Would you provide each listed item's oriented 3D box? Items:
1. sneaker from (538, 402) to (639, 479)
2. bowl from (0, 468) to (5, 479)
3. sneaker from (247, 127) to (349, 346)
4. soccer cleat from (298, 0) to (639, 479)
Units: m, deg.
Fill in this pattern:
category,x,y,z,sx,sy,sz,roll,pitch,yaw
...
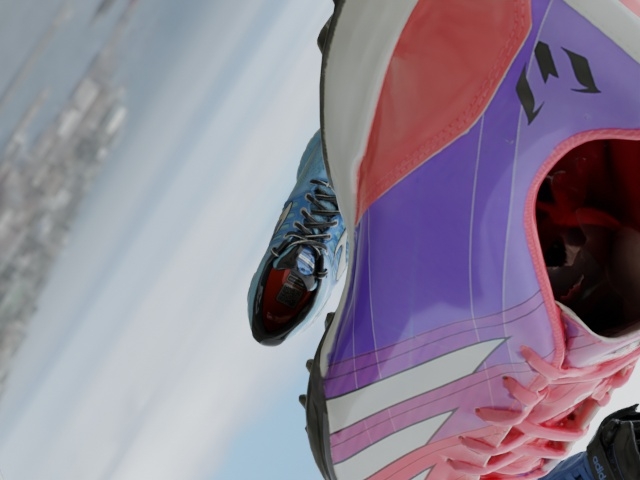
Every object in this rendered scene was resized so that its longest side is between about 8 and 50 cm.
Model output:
category,x,y,z,sx,sy,sz,roll,pitch,yaw
sneaker,0.133,0.131,0.939,0.152,0.058,0.084,-16,156,-21
bowl,-0.219,0.136,0.872,0.142,0.142,0.053,95,-21,-52
sneaker,0.000,0.000,1.120,0.073,0.063,0.162,-66,178,-71
soccer cleat,0.065,0.030,0.637,0.109,0.116,0.318,-33,144,-27
